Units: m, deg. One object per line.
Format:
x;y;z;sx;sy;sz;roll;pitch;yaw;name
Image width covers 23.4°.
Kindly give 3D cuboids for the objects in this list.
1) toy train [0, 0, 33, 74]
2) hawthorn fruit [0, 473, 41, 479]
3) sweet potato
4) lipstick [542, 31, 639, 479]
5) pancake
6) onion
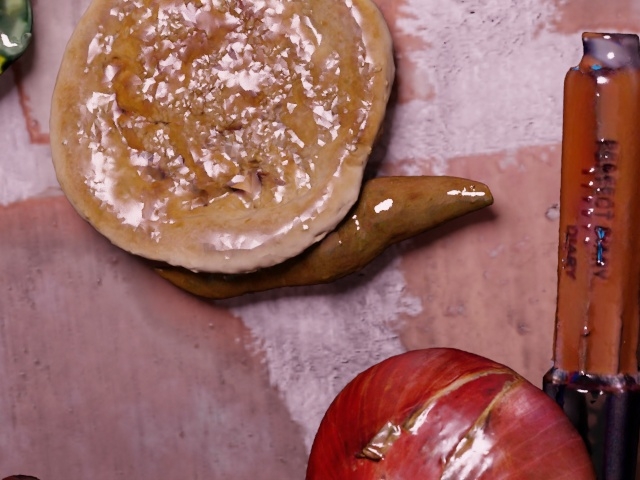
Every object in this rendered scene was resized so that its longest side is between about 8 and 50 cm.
-0.258;-0.308;1.111;0.442;0.179;0.272;-45;83;5;toy train
-0.258;0.338;1.167;0.316;0.316;0.316;1;99;7;hawthorn fruit
0.000;0.000;1.189;0.274;0.067;0.067;-17;96;10;sweet potato
0.208;0.054;1.164;0.077;0.077;0.418;2;98;7;lipstick
-0.079;-0.108;1.174;0.282;0.049;0.282;0;87;10;pancake
0.091;0.201;1.145;0.248;0.161;0.248;30;135;36;onion
